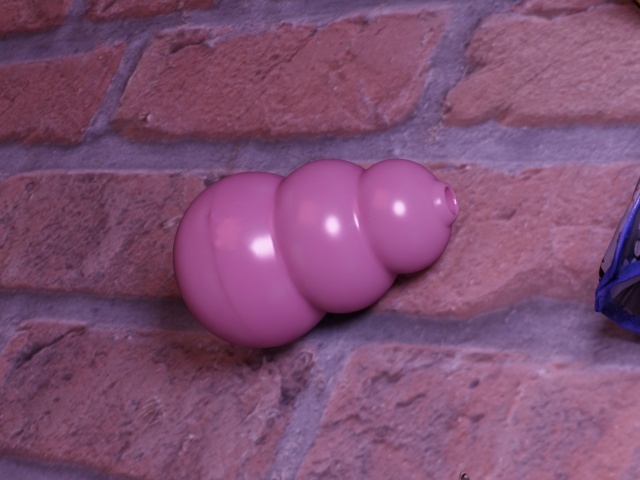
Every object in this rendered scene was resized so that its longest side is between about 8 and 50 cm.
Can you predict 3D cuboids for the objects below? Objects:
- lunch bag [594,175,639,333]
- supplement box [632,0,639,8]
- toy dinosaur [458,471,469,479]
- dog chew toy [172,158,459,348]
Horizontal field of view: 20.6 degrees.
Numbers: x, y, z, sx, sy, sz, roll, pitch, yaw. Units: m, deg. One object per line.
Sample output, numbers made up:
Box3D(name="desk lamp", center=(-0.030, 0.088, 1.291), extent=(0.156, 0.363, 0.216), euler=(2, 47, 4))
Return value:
Box3D(name="lunch bag", center=(0.433, -0.068, 1.605), extent=(0.385, 0.239, 0.328), euler=(-7, 51, 62))
Box3D(name="supplement box", center=(0.396, -0.372, 1.985), extent=(0.194, 0.129, 0.191), euler=(-40, 38, 10))
Box3D(name="toy dinosaur", center=(0.111, 0.316, 1.736), extent=(0.183, 0.053, 0.092), euler=(-49, 21, -14))
Box3D(name="dog chew toy", center=(0.000, 0.000, 2.005), extent=(0.331, 0.206, 0.207), euler=(-17, 46, 23))
